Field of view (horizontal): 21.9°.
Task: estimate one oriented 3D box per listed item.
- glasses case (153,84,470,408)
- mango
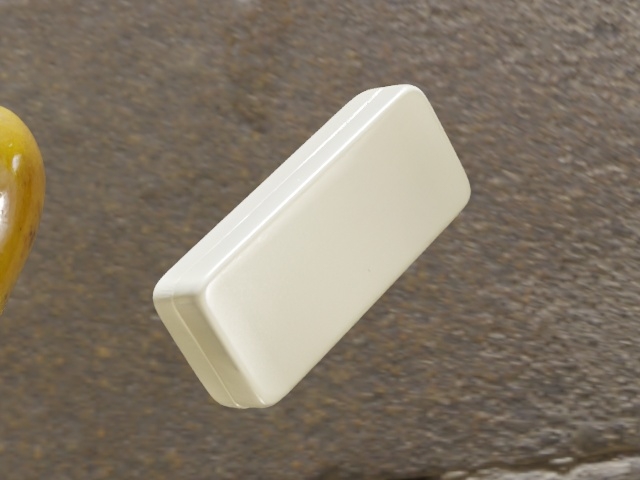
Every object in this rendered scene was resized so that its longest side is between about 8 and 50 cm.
[{"bbox_3d":[0.000,0.000,1.414,0.070,0.313,0.131,-2,125,49],"label":"glasses case"},{"bbox_3d":[-0.296,-0.006,1.343,0.151,0.120,0.221,-13,62,59],"label":"mango"}]
